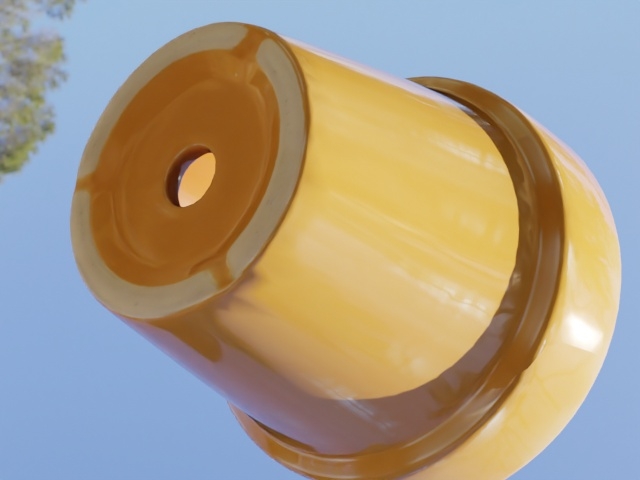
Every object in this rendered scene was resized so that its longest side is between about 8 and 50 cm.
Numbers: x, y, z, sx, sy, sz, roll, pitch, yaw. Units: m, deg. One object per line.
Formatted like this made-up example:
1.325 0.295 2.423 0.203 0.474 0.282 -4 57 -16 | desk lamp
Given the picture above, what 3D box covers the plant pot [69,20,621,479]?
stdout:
0.000 0.000 0.562 0.205 0.188 0.205 -17 -120 33 | plant pot
